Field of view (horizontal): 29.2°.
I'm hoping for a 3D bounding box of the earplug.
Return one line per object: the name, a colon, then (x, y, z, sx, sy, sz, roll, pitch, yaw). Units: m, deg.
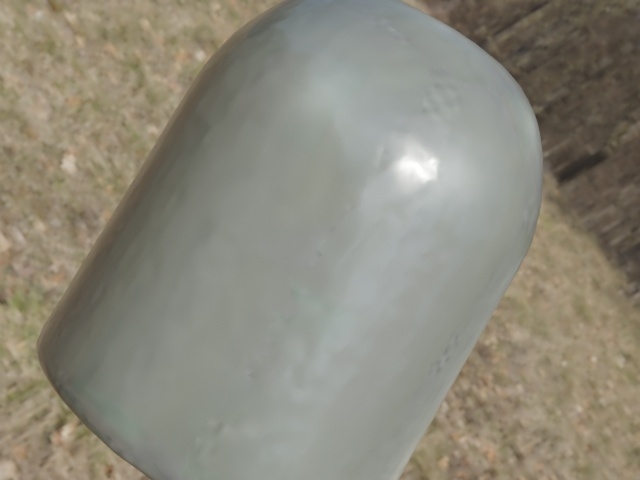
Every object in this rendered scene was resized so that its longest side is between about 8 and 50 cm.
earplug: (0.000, 0.000, 0.999, 0.312, 0.394, 0.312, 31, 4, -2)
